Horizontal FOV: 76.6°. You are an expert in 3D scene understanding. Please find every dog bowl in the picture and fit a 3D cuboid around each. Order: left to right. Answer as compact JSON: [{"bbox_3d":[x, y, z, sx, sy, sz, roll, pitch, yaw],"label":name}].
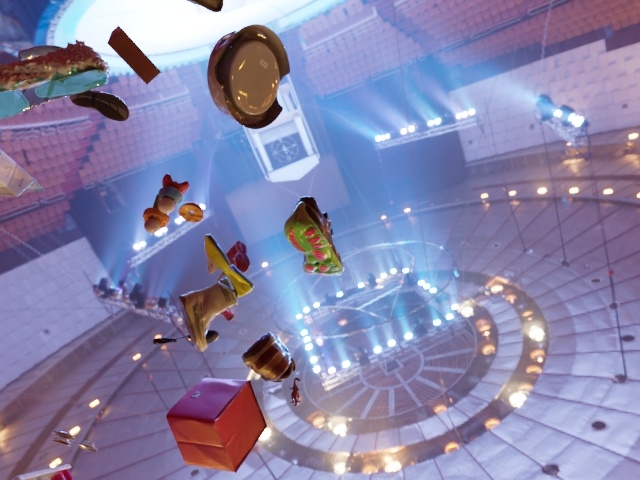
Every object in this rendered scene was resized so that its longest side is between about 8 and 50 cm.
[{"bbox_3d":[-0.257,-0.586,1.461,0.102,0.348,0.349,20,-141,31],"label":"dog bowl"}]

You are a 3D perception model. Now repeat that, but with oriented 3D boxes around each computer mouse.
[{"bbox_3d":[-0.483,0.359,1.457,0.243,0.041,0.071,-9,157,5],"label":"computer mouse"}]

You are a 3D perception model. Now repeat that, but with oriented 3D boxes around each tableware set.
[{"bbox_3d":[-0.780,0.644,1.289,0.168,0.141,0.020,-48,-161,48],"label":"tableware set"}]

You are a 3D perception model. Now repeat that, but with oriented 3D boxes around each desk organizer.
[{"bbox_3d":[-0.465,-0.458,1.005,0.050,0.130,0.047,-43,-129,-2],"label":"desk organizer"}]

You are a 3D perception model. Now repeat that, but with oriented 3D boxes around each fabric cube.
[{"bbox_3d":[-0.422,0.749,1.676,0.259,0.258,0.254,-8,-163,28],"label":"fabric cube"}]

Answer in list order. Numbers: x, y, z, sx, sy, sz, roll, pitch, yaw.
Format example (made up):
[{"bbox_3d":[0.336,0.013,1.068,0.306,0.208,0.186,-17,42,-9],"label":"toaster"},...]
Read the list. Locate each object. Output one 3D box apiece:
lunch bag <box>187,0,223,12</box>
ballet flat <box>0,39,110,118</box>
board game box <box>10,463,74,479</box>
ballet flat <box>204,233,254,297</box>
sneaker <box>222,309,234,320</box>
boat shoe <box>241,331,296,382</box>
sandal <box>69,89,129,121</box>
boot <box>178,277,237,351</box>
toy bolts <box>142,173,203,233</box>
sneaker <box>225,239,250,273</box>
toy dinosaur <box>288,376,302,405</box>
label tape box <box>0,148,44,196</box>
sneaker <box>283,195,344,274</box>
[{"bbox_3d":[-0.344,-0.614,0.832,0.287,0.168,0.235,10,-153,-36],"label":"lunch bag"},{"bbox_3d":[-0.753,-0.406,1.021,0.409,0.146,0.147,-30,-160,-27],"label":"ballet flat"},{"bbox_3d":[-0.693,0.579,0.740,0.390,0.050,0.390,-32,168,-29],"label":"board game box"},{"bbox_3d":[-0.285,0.085,1.190,0.077,0.230,0.077,-38,-149,-7],"label":"ballet flat"},{"bbox_3d":[-0.423,0.301,1.765,0.047,0.119,0.057,-36,-145,-13],"label":"sneaker"},{"bbox_3d":[-0.135,0.342,1.127,0.122,0.120,0.324,-45,169,-11],"label":"boat shoe"},{"bbox_3d":[-0.669,-0.420,1.239,0.180,0.072,0.049,18,-166,-3],"label":"sandal"},{"bbox_3d":[-0.337,0.233,1.267,0.165,0.212,0.077,-24,-149,-31],"label":"boot"},{"bbox_3d":[-0.568,-0.115,1.568,0.228,0.219,0.158,122,-21,-45],"label":"toy bolts"},{"bbox_3d":[-0.415,0.110,1.966,0.128,0.087,0.221,-42,-149,20],"label":"sneaker"},{"bbox_3d":[-0.084,0.535,1.446,0.047,0.081,0.090,2,175,-16],"label":"toy dinosaur"},{"bbox_3d":[-1.213,-0.231,1.433,0.250,0.347,0.115,2,-116,-1],"label":"label tape box"},{"bbox_3d":[0.000,0.000,1.616,0.186,0.482,0.202,5,-119,15],"label":"sneaker"}]
